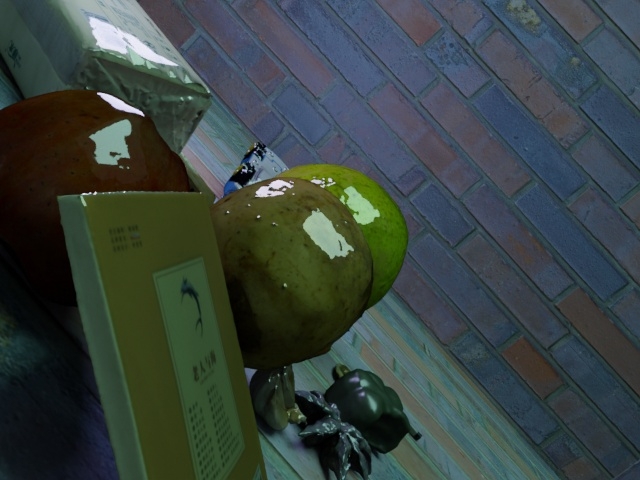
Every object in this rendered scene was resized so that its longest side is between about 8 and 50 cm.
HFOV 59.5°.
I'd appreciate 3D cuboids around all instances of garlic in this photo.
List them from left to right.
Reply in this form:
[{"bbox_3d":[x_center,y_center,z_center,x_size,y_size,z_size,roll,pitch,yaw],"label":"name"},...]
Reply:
[{"bbox_3d":[-0.069,0.225,0.839,0.113,0.074,0.094,-108,-176,-56],"label":"garlic"}]

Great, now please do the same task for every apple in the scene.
[{"bbox_3d":[-0.266,-0.053,0.614,0.234,0.234,0.234,46,9,-9],"label":"apple"}]

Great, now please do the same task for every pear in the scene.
[{"bbox_3d":[0.000,0.000,1.244,0.391,0.391,0.391,46,9,-9],"label":"pear"}]

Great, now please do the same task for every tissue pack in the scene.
[{"bbox_3d":[-0.433,-0.355,1.091,0.297,0.207,0.380,7,39,-53],"label":"tissue pack"}]

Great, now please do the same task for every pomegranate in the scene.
[{"bbox_3d":[-0.062,0.048,0.781,0.281,0.281,0.281,46,9,-9],"label":"pomegranate"}]

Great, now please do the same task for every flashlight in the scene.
[{"bbox_3d":[0.217,0.456,1.384,0.083,0.018,0.018,48,8,6],"label":"flashlight"}]

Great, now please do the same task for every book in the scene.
[{"bbox_3d":[-0.117,0.143,0.525,0.269,0.032,0.388,-26,104,-81],"label":"book"}]

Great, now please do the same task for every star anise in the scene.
[{"bbox_3d":[0.019,0.315,0.909,0.204,0.061,0.181,49,9,5],"label":"star anise"}]

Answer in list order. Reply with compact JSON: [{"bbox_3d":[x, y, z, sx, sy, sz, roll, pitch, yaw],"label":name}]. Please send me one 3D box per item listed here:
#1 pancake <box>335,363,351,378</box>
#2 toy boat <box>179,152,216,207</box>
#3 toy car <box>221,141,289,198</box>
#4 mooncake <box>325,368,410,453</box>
[{"bbox_3d":[0.079,0.331,1.256,0.139,0.022,0.139,47,8,-9],"label":"pancake"},{"bbox_3d":[-0.317,-0.144,1.282,0.206,0.072,0.064,56,-11,-21],"label":"toy boat"},{"bbox_3d":[-0.181,-0.155,1.654,0.198,0.166,0.314,45,26,-19],"label":"toy car"},{"bbox_3d":[0.093,0.331,1.077,0.168,0.104,0.175,56,14,14],"label":"mooncake"}]
